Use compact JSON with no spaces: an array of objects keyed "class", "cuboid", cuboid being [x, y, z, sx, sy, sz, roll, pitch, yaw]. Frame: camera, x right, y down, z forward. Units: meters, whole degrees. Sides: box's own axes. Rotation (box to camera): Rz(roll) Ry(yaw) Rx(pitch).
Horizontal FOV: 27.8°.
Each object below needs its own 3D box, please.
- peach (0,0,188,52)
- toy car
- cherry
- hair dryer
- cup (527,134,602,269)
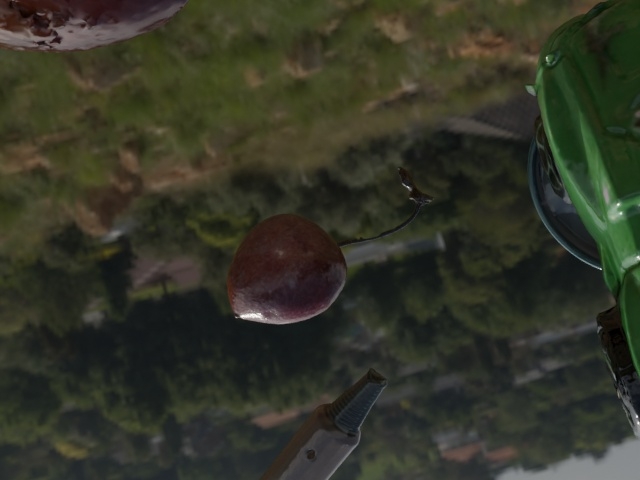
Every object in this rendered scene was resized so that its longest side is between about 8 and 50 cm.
[{"class":"peach","cuboid":[-0.181,-0.233,0.805,0.281,0.281,0.238,-13,159,-14]},{"class":"toy car","cuboid":[0.262,0.003,0.767,0.213,0.359,0.176,-18,170,7]},{"class":"cherry","cuboid":[0.000,0.000,1.249,0.225,0.107,0.090,-40,148,-22]},{"class":"hair dryer","cuboid":[-0.024,0.163,0.872,0.220,0.053,0.195,-54,172,9]},{"class":"cup","cuboid":[0.275,-0.061,1.049,0.167,0.300,0.173,12,-166,26]}]
